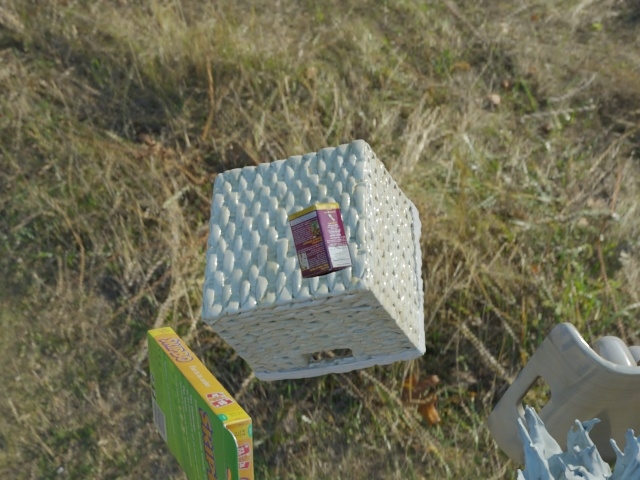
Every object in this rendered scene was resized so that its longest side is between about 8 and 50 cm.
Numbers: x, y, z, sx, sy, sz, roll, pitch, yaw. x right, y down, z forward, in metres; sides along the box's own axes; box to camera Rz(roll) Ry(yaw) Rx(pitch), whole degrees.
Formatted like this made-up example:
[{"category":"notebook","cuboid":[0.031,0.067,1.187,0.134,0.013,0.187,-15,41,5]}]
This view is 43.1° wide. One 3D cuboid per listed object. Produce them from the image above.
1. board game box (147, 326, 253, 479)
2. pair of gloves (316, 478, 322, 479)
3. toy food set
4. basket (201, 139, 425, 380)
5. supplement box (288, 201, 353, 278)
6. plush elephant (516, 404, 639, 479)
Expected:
[{"category":"board game box","cuboid":[-0.124,0.192,0.832,0.039,0.124,0.259,-9,20,-24]},{"category":"pair of gloves","cuboid":[0.009,0.172,0.434,0.083,0.010,0.074,25,52,9]},{"category":"toy food set","cuboid":[0.334,0.129,0.781,0.306,0.220,0.092,-3,55,-12]},{"category":"basket","cuboid":[-0.008,0.036,1.439,0.328,0.266,0.331,-12,54,19]},{"category":"supplement box","cuboid":[0.000,0.000,1.003,0.043,0.055,0.083,-6,81,-46]},{"category":"plush elephant","cuboid":[0.118,0.273,0.327,0.272,0.330,0.255,-10,20,30]}]
